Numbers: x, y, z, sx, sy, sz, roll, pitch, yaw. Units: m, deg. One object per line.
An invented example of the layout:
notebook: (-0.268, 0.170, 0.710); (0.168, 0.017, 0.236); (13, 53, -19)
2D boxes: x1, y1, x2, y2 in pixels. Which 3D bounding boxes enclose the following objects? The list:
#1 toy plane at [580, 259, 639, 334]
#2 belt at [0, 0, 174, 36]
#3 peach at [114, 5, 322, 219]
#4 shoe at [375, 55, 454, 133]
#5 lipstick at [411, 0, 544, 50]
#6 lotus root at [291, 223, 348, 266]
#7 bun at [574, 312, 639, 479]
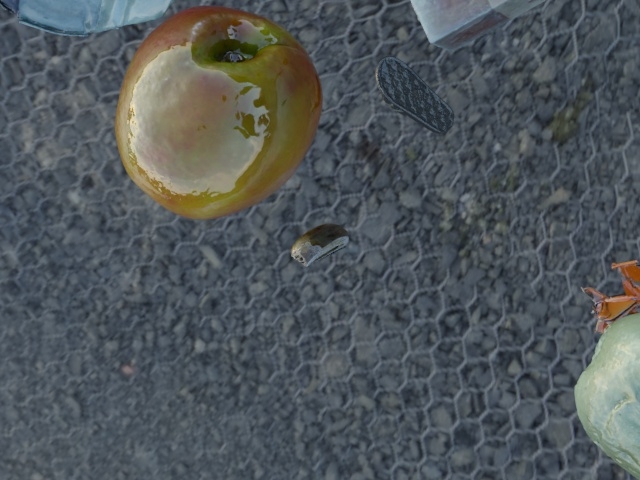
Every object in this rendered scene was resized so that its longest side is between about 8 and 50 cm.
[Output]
toy plane: (0.401, 0.068, 1.078); (0.188, 0.062, 0.135); (-17, 120, 21)
belt: (-0.095, -0.142, 0.335); (0.105, 0.058, 0.140); (-26, 135, -11)
peach: (-0.154, -0.180, 1.402); (0.308, 0.308, 0.332); (26, 134, 7)
shoe: (0.149, -0.240, 1.588); (0.179, 0.071, 0.049); (34, 164, -29)
lipstick: (0.258, -0.299, 0.862); (0.371, 0.076, 0.079); (-26, 81, 25)
lotus root: (0.001, -0.001, 1.112); (0.037, 0.083, 0.030); (41, 132, 22)
bun: (0.359, 0.176, 0.945); (0.221, 0.108, 0.221); (22, 136, 23)
